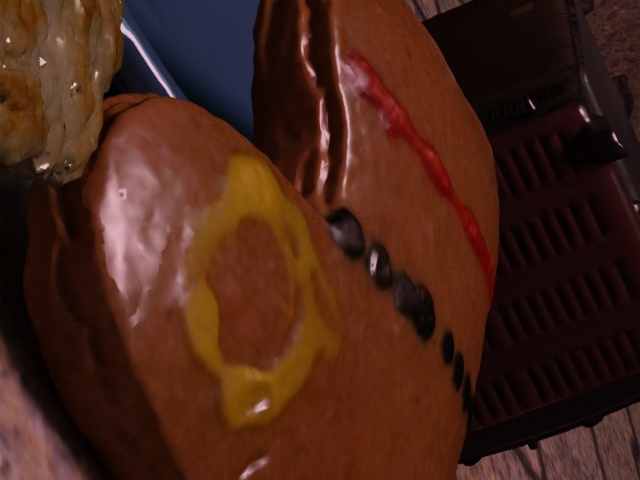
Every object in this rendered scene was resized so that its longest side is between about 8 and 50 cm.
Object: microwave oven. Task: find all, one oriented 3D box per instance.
[{"bbox_3d":[0.099,-0.014,1.005,0.188,0.178,0.247,61,16,-19],"label":"microwave oven"}]

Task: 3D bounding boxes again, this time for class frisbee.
[{"bbox_3d":[-0.062,-0.112,0.793,0.289,0.049,0.289,52,22,-32],"label":"frisbee"}]

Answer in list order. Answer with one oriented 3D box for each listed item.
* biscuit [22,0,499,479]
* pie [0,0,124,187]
[{"bbox_3d":[0.002,0.000,0.683,0.262,0.052,0.277,60,36,-40],"label":"biscuit"},{"bbox_3d":[-0.122,-0.103,0.473,0.248,0.090,0.201,33,39,-70],"label":"pie"}]
